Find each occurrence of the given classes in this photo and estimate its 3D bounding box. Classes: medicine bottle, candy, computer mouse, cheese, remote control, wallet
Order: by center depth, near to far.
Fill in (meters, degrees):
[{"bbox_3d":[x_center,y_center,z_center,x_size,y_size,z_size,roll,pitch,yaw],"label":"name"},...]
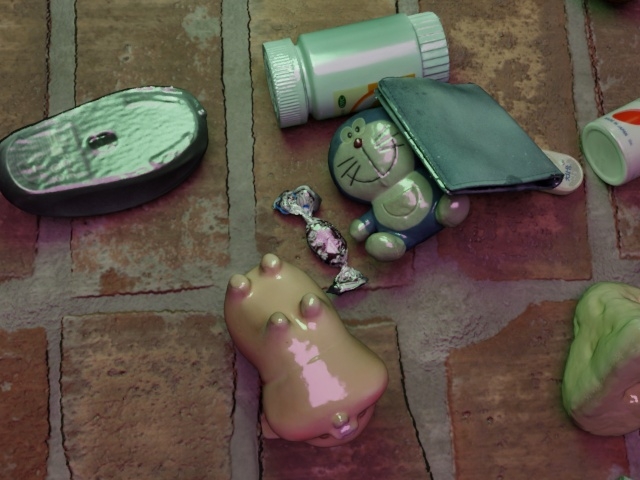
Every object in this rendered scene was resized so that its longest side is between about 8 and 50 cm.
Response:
[{"bbox_3d":[0.511,0.204,1.280,0.173,0.251,0.248,16,114,-11],"label":"cheese"},{"bbox_3d":[0.257,-0.179,1.286,0.290,0.054,0.251,-6,51,-40],"label":"wallet"},{"bbox_3d":[-0.380,-0.157,1.337,0.374,0.114,0.203,-18,76,-14],"label":"computer mouse"},{"bbox_3d":[0.000,0.000,1.351,0.094,0.051,0.226,-37,79,1],"label":"candy"},{"bbox_3d":[0.064,-0.312,1.363,0.318,0.158,0.158,-14,79,-5],"label":"medicine bottle"},{"bbox_3d":[0.661,-0.227,1.380,0.341,0.130,0.130,-25,80,-7],"label":"medicine bottle"},{"bbox_3d":[0.374,-0.137,1.394,0.221,0.042,0.078,13,70,1],"label":"remote control"}]

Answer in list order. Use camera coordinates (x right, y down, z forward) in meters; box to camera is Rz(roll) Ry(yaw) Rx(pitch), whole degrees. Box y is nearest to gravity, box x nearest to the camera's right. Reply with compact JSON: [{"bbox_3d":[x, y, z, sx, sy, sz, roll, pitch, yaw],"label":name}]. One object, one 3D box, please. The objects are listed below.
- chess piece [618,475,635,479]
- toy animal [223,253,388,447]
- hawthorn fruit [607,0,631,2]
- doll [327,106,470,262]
[{"bbox_3d":[0.554,0.437,1.269,0.103,0.067,0.067,21,78,12],"label":"chess piece"},{"bbox_3d":[-0.035,0.185,1.229,0.237,0.269,0.326,-30,48,-9],"label":"toy animal"},{"bbox_3d":[0.589,-0.573,1.434,0.251,0.199,0.199,-38,81,-23],"label":"hawthorn fruit"},{"bbox_3d":[0.124,-0.109,1.317,0.228,0.154,0.258,-34,89,22],"label":"doll"}]
